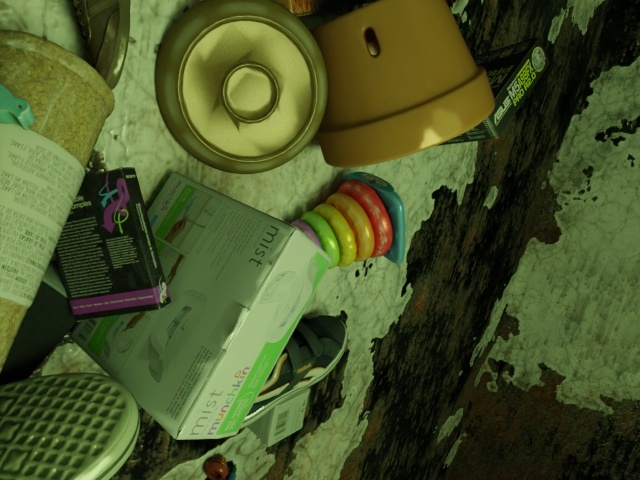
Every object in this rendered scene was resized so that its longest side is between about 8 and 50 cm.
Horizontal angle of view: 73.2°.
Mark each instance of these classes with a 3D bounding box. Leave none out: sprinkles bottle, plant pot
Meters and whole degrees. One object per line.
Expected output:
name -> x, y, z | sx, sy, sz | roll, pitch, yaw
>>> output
sprinkles bottle -> -0.295, -0.003, 0.369 | 0.121, 0.122, 0.354 | 36, 60, -51
plant pot -> -0.096, -0.199, 0.580 | 0.237, 0.032, 0.236 | -9, 117, -18
plant pot -> 0.109, -0.270, 0.693 | 0.291, 0.291, 0.203 | -37, 117, -32

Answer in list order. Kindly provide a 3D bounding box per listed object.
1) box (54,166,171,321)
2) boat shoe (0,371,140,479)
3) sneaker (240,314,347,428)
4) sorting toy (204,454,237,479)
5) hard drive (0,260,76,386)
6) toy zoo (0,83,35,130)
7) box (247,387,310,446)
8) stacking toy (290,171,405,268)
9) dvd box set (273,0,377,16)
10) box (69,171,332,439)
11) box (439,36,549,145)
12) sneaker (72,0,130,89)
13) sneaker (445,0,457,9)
box -> -0.246, 0.007, 0.491 | 0.029, 0.116, 0.161 | -46, 126, -73
boat shoe -> -0.404, 0.312, 0.419 | 0.501, 0.187, 0.155 | -34, 139, -16
sneaker -> -0.067, 0.223, 0.835 | 0.321, 0.126, 0.127 | -31, 136, -34
sorting toy -> -0.201, 0.474, 0.875 | 0.042, 0.061, 0.101 | -71, 170, -59
hard drive -> -0.383, 0.064, 0.442 | 0.171, 0.054, 0.254 | -54, 140, -16
toy zoo -> -0.355, -0.060, 0.279 | 0.294, 0.030, 0.192 | -18, 82, -24
box -> -0.092, 0.346, 0.899 | 0.102, 0.087, 0.101 | -7, 114, -48
stacking toy -> 0.000, 0.000, 0.808 | 0.302, 0.175, 0.165 | -25, 127, -23
dvd box set -> 0.024, -0.560, 0.596 | 0.308, 0.062, 0.419 | -32, 131, -36
box -> -0.154, 0.074, 0.564 | 0.261, 0.231, 0.127 | -61, 150, -8
box -> 0.274, -0.281, 0.860 | 0.216, 0.270, 0.060 | -51, 119, -18
sneaker -> -0.240, -0.260, 0.454 | 0.071, 0.066, 0.188 | 5, 100, -33
sneaker -> 0.247, -0.483, 0.813 | 0.107, 0.163, 0.281 | 24, 89, -52
